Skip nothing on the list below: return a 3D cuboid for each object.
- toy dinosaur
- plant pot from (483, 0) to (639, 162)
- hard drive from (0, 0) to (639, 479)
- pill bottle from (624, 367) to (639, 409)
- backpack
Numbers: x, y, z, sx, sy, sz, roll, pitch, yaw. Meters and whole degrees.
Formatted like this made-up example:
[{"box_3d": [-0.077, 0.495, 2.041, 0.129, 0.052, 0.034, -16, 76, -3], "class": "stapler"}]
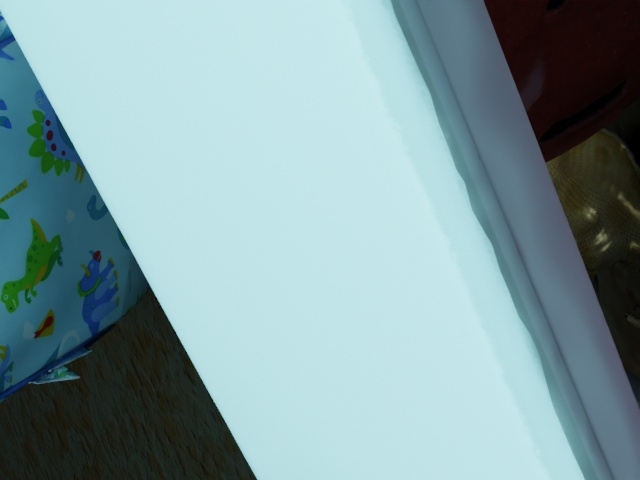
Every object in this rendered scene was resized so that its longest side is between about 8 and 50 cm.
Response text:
[{"box_3d": [0.126, -0.001, 0.687, 0.183, 0.053, 0.092, 43, 141, 42], "class": "toy dinosaur"}, {"box_3d": [0.016, -0.175, 0.572, 0.265, 0.272, 0.272, 45, 145, 26], "class": "plant pot"}, {"box_3d": [0.000, 0.000, 0.519, 0.203, 0.040, 0.307, 13, 137, 49], "class": "hard drive"}, {"box_3d": [0.171, 0.177, 0.597, 0.301, 0.169, 0.169, 42, 142, 42], "class": "pill bottle"}, {"box_3d": [-0.247, -0.025, 1.031, 0.273, 0.356, 0.290, 24, 129, 45], "class": "backpack"}]
